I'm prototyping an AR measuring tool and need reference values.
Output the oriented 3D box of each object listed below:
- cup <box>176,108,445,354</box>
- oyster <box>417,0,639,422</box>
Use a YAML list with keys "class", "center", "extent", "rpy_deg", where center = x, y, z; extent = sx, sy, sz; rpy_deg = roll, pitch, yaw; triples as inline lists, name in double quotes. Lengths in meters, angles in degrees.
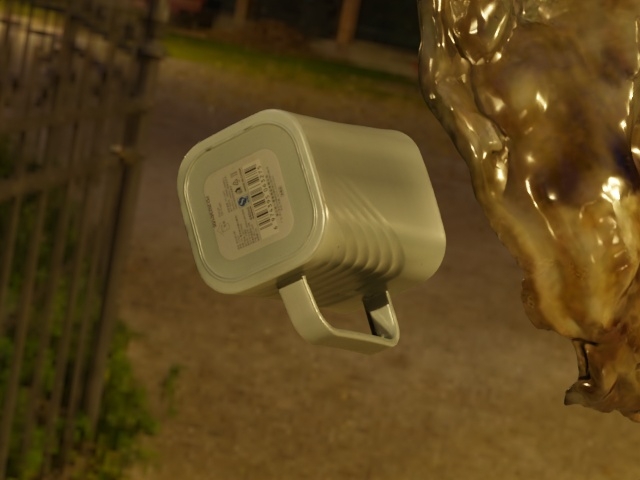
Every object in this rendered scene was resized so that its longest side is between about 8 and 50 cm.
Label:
- class: "cup"
  center: [0.000, 0.000, 0.889]
  extent: [0.095, 0.128, 0.129]
  rpy_deg: [-23, -17, 30]
- class: "oyster"
  center: [0.058, -0.111, 0.469]
  extent: [0.078, 0.345, 0.128]
  rpy_deg: [-12, 9, 36]
